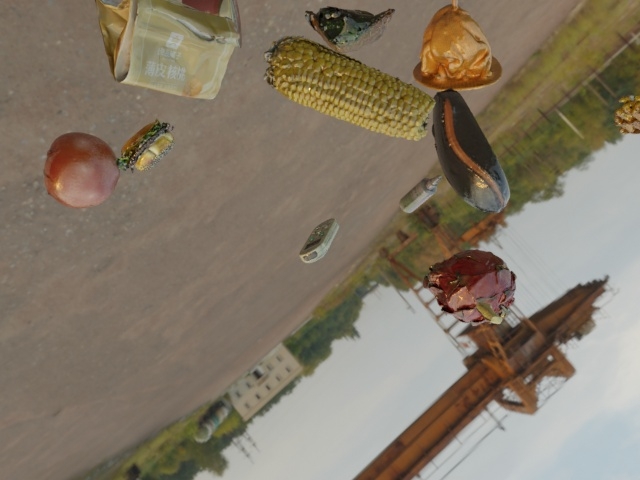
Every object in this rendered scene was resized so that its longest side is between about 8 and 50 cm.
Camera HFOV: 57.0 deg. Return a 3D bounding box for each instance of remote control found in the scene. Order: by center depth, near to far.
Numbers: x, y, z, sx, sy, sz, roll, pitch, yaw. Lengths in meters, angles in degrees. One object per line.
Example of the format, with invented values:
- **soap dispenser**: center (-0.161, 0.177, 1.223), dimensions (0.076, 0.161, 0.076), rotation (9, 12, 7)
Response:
- **remote control**: center (0.000, 0.000, 1.594), dimensions (0.078, 0.042, 0.221), rotation (-24, -163, 23)

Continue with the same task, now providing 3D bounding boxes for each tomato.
- **tomato**: center (-0.828, -0.243, 2.059), dimensions (0.265, 0.265, 0.265), rotation (-41, 174, -5)

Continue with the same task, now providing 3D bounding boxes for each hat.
- **hat**: center (0.375, -0.564, 1.614), dimensions (0.233, 0.244, 0.233), rotation (-30, 137, -14)

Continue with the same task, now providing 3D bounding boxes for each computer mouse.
- **computer mouse**: center (0.336, -0.206, 1.393), dimensions (0.116, 0.323, 0.183), rotation (-24, 164, 4)

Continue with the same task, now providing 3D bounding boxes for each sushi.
- **sushi**: center (0.088, -0.686, 1.902), dimensions (0.140, 0.287, 0.149), rotation (71, 37, -48)

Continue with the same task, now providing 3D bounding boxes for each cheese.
- **cheese**: center (0.430, 0.185, 1.499), dimensions (0.083, 0.044, 0.030), rotation (-128, -134, -61)

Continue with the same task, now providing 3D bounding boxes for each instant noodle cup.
- **instant noodle cup**: center (-0.386, -0.800, 2.119), dimensions (0.178, 0.235, 0.235), rotation (-7, 174, 1)

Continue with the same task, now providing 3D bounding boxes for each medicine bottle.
- **medicine bottle**: center (0.306, -0.147, 1.761), dimensions (0.057, 0.058, 0.199), rotation (-38, 177, -31)

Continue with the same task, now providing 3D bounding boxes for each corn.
- **corn**: center (0.046, -0.263, 1.037), dimensions (0.115, 0.317, 0.115), rotation (24, 90, -84)

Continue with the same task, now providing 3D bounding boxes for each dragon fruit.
- **dragon fruit**: center (0.479, 0.146, 1.882), dimensions (0.244, 0.298, 0.245), rotation (-172, -90, -85)

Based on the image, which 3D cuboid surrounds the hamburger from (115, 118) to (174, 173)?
- **hamburger**: center (-0.483, -0.256, 1.652), dimensions (0.189, 0.093, 0.164), rotation (-42, -169, 0)

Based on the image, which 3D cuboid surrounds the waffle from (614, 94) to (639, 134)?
- **waffle**: center (0.641, -0.189, 1.051), dimensions (0.051, 0.228, 0.231), rotation (-59, 147, 4)

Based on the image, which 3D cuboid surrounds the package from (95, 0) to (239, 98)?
- **package**: center (-0.342, -0.475, 1.399), dimensions (0.165, 0.222, 0.311), rotation (-18, 174, 31)
